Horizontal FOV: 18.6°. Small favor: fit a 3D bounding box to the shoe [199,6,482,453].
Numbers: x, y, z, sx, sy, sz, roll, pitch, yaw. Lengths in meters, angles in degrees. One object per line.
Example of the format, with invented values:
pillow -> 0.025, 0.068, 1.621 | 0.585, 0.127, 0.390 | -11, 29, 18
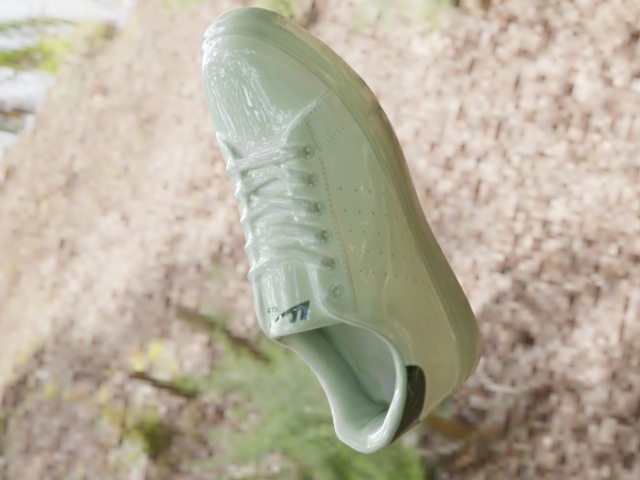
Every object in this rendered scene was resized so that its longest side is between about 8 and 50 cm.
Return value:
shoe -> 0.000, 0.000, 1.100 | 0.095, 0.265, 0.110 | -16, 25, 42
